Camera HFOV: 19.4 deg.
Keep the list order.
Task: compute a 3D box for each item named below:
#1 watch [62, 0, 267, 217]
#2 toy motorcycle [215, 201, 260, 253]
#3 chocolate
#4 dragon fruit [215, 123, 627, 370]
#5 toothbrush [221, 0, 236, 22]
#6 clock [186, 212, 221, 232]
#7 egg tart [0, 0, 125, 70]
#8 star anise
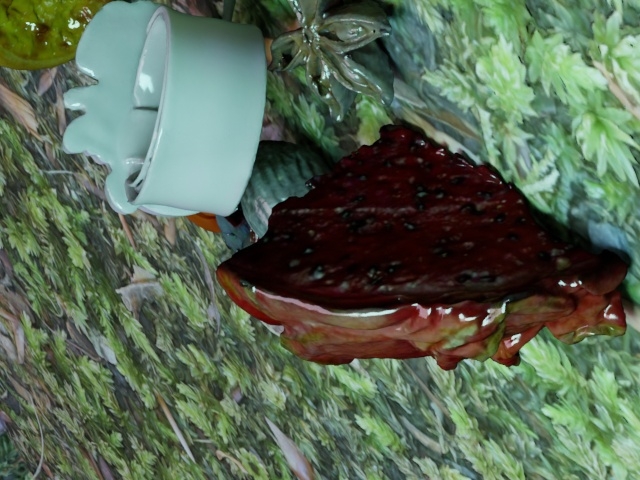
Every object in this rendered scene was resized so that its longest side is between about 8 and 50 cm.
[{"bbox_3d":[-0.153,-0.149,1.899,0.231,0.196,0.244,143,132,-69],"label":"watch"},{"bbox_3d":[-0.057,-0.004,2.129,0.122,0.082,0.213,41,163,39],"label":"toy motorcycle"},{"bbox_3d":[0.000,0.000,1.998,0.248,0.110,0.110,52,155,-1],"label":"chocolate"},{"bbox_3d":[0.108,0.081,1.742,0.329,0.286,0.228,24,137,35],"label":"dragon fruit"},{"bbox_3d":[-0.085,-0.292,1.893,0.028,0.037,0.375,12,146,-1],"label":"toothbrush"},{"bbox_3d":[-0.162,-0.100,2.230,0.205,0.051,0.205,42,151,30],"label":"clock"},{"bbox_3d":[-0.338,-0.309,2.146,0.147,0.202,0.202,46,154,41],"label":"egg tart"},{"bbox_3d":[0.016,-0.200,1.793,0.172,0.063,0.208,34,143,32],"label":"star anise"}]
